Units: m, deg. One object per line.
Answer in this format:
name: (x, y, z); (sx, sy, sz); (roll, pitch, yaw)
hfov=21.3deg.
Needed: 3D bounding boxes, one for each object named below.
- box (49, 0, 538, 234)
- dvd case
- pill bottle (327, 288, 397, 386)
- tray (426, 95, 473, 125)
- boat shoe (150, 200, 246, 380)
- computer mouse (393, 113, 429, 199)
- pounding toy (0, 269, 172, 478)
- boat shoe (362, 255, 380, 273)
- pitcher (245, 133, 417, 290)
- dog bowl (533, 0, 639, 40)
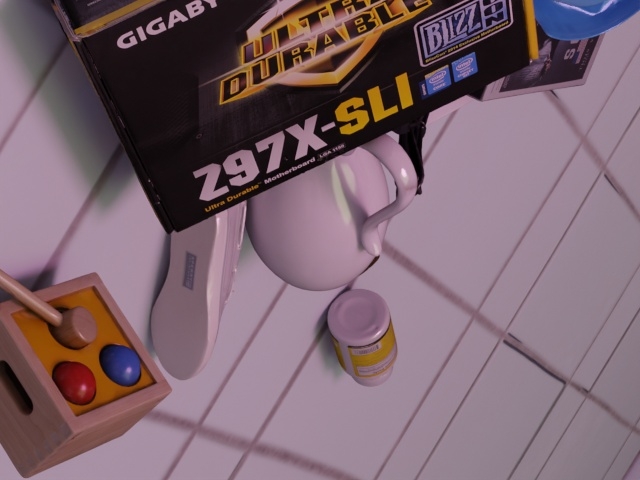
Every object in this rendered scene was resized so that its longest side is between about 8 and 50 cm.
box: (-0.009, -0.159, 1.218); (0.322, 0.079, 0.257); (-26, 150, -5)
dvd case: (0.240, -0.234, 1.722); (0.238, 0.029, 0.179); (-14, 130, -55)
pill bottle: (0.046, 0.105, 1.765); (0.065, 0.065, 0.116); (-49, 153, -20)
tray: (0.167, -0.211, 1.683); (0.270, 0.030, 0.145); (-31, 143, -45)
boat shoe: (-0.098, 0.032, 1.441); (0.063, 0.066, 0.184); (-25, 129, -48)
computer mouse: (0.074, -0.176, 1.449); (0.262, 0.060, 0.184); (72, 19, -46)
pounding toy: (-0.197, 0.079, 1.243); (0.100, 0.141, 0.130); (-41, 167, 35)
boat shoe: (0.002, -0.001, 1.606); (0.056, 0.048, 0.153); (-42, 153, 21)
pitcher: (0.012, -0.040, 1.418); (0.125, 0.178, 0.207); (-33, 145, -25)
dog bowl: (0.193, -0.276, 1.505); (0.297, 0.074, 0.166); (7, 129, -42)
